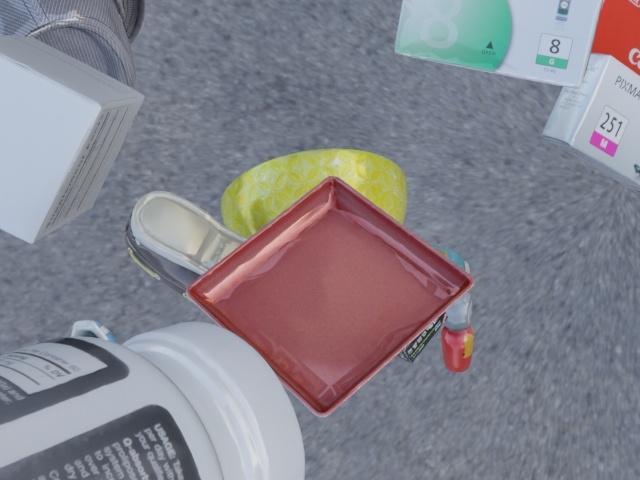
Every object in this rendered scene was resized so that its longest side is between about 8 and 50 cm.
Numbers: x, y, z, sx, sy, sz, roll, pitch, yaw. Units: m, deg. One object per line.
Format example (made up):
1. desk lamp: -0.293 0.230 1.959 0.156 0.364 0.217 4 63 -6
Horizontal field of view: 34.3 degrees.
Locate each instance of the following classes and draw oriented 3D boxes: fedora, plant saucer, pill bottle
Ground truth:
1. fedora: -0.268 -0.177 1.041 0.244 0.275 0.124 -24 65 -19
2. plant saucer: 0.011 0.068 1.278 0.258 0.047 0.259 -39 58 -20
3. pill bottle: -0.144 0.134 0.473 0.162 0.278 0.162 11 107 37

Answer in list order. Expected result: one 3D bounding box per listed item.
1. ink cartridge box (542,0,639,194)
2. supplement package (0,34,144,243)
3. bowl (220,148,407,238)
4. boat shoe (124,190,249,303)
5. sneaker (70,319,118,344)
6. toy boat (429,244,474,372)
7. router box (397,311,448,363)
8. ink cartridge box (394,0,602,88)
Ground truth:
1. ink cartridge box: 0.449 -0.195 1.408 0.060 0.275 0.239 28 95 54
2. supplement package: -0.205 -0.078 0.738 0.105 0.179 0.105 28 98 -4
3. bowl: 0.000 0.000 1.564 0.289 0.289 0.156 -17 65 16
4. boat shoe: -0.129 0.056 1.448 0.324 0.116 0.097 33 146 -6
5. sneaker: -0.281 0.181 1.087 0.085 0.237 0.086 -6 129 24
6. toy boat: 0.175 0.093 1.824 0.267 0.318 0.148 -18 123 -20
7. router box: 0.114 0.116 1.539 0.122 0.038 0.092 26 68 42
8. ink cartridge box: 0.177 -0.268 0.960 0.181 0.056 0.224 13 112 12
